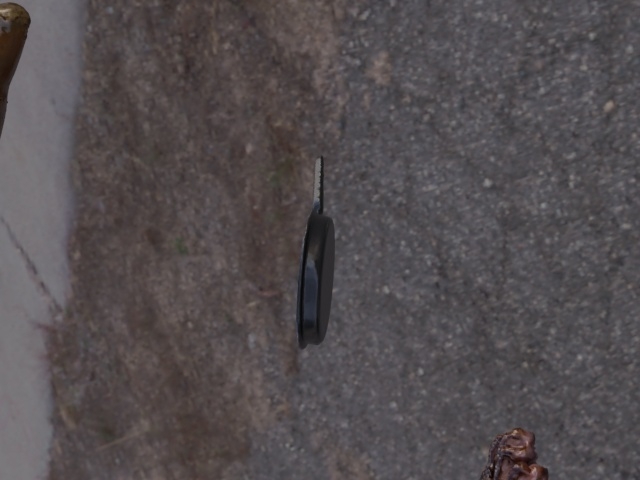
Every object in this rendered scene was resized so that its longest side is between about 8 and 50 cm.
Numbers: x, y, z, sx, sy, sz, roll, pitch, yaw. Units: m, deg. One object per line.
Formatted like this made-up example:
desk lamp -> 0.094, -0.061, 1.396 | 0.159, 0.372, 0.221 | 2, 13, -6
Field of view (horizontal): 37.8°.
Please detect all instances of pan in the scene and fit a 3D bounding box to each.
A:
pan -> 0.000, 0.000, 0.929 | 0.136, 0.028, 0.235 | 88, -174, -49

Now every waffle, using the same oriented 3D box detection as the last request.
waffle -> 0.182, 0.316, 0.916 | 0.234, 0.056, 0.221 | -82, 1, -50

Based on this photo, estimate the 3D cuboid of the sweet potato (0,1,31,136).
sweet potato -> -0.288, -0.006, 0.674 | 0.112, 0.112, 0.359 | 48, 131, 35
